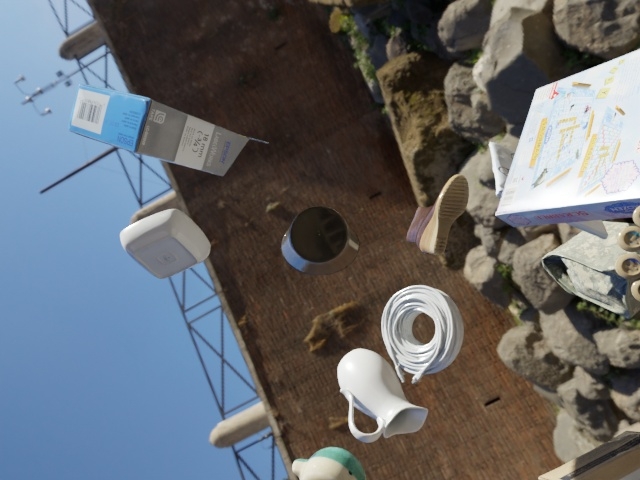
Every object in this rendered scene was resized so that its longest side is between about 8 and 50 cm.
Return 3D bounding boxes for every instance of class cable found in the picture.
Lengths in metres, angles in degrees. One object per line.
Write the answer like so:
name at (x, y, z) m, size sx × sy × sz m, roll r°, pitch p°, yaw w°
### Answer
cable at (0.299, 0.262, 1.399) m, size 0.089 × 0.257 × 0.257 m, roll 11°, pitch -136°, yaw -46°

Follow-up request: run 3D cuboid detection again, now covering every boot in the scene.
boot at (0.336, -0.087, 1.423) m, size 0.090 × 0.248 × 0.207 m, roll 14°, pitch -170°, yaw -16°

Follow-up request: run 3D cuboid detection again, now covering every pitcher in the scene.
pitcher at (0.107, 0.345, 1.059) m, size 0.207 × 0.178 × 0.125 m, roll 44°, pitch 130°, yaw 45°

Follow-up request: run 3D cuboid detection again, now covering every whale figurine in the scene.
whale figurine at (0.016, 0.664, 1.288) m, size 0.216 × 0.272 × 0.141 m, roll 42°, pitch -144°, yaw 7°

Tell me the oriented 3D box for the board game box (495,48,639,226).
board game box at (0.511, -0.187, 0.887) m, size 0.066 × 0.318 × 0.318 m, roll 27°, pitch 167°, yaw -22°

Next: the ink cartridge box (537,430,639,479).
ink cartridge box at (0.497, 0.453, 0.745) m, size 0.088 × 0.193 × 0.234 m, roll 106°, pitch 141°, yaw -71°

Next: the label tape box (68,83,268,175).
label tape box at (-0.314, -0.222, 1.030) m, size 0.241 × 0.105 × 0.334 m, roll 21°, pitch -173°, yaw 32°

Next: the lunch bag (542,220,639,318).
lunch bag at (0.833, 0.061, 1.375) m, size 0.287 × 0.235 × 0.168 m, roll 36°, pitch 153°, yaw 60°

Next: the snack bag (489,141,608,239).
snack bag at (0.629, -0.143, 1.334) m, size 0.323 × 0.037 × 0.342 m, roll 23°, pitch -143°, yaw -1°

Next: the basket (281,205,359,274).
basket at (0.000, 0.000, 1.132) m, size 0.227 × 0.205 × 0.154 m, roll 91°, pitch 176°, yaw -83°

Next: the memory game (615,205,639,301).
memory game at (0.501, 0.019, 0.636) m, size 0.186 × 0.186 × 0.012 m, roll 63°, pitch -163°, yaw 16°

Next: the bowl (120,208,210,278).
bowl at (-0.298, 0.016, 0.921) m, size 0.142 × 0.142 × 0.053 m, roll 59°, pitch -169°, yaw -45°
